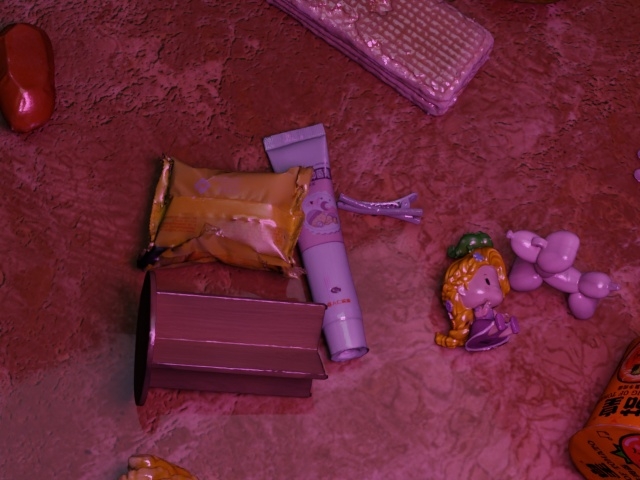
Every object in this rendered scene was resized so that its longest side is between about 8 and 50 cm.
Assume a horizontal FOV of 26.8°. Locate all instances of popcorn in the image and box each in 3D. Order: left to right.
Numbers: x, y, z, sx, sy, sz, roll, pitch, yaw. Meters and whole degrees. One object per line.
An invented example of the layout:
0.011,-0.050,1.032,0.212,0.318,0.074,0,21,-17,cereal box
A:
-0.197,0.320,1.620,0.116,0.121,0.106,41,110,35,popcorn

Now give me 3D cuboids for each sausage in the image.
-0.399,-0.225,1.808,0.089,0.089,0.179,-9,61,-8,sausage

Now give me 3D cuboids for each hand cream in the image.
0.000,0.000,1.780,0.085,0.058,0.331,-16,66,5,hand cream

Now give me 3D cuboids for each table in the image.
-0.111,0.130,1.675,0.227,0.167,0.167,5,69,-12,table

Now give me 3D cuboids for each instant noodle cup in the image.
0.434,0.224,1.657,0.216,0.215,0.172,26,60,5,instant noodle cup

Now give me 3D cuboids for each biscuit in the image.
0.036,-0.341,1.891,0.426,0.078,0.144,34,72,8,biscuit

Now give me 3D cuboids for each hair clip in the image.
0.080,-0.050,1.816,0.115,0.030,0.039,7,50,-5,hair clip

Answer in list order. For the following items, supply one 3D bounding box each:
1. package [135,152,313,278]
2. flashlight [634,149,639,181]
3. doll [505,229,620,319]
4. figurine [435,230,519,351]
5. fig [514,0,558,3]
-0.120,-0.028,1.752,0.226,0.090,0.168,5,72,8,package
0.493,-0.095,1.864,0.110,0.031,0.052,14,69,0,flashlight
0.304,0.036,1.731,0.161,0.160,0.059,25,70,3,doll
0.189,0.069,1.757,0.115,0.095,0.156,-24,64,28,figurine
0.296,-0.451,1.912,0.167,0.167,0.233,-1,77,-5,fig
